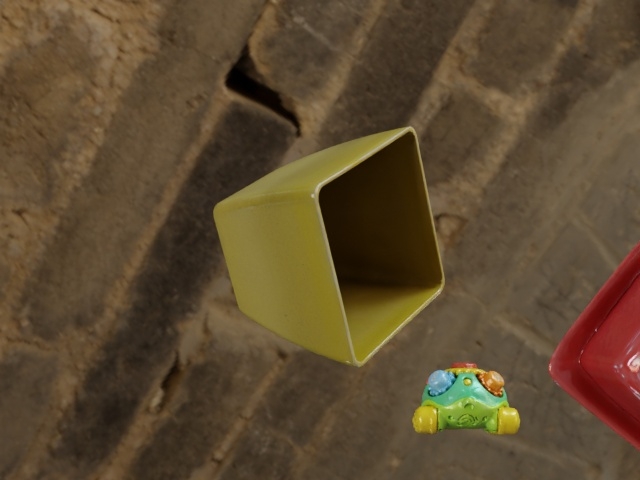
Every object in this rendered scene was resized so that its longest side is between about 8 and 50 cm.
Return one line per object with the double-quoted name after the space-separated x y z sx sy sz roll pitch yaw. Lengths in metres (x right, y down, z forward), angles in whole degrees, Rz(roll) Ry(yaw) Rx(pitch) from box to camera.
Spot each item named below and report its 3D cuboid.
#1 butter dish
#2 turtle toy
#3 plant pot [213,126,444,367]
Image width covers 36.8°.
0.284 0.088 0.718 0.160 0.160 0.118 -51 2 -3 "butter dish"
0.135 0.150 0.911 0.095 0.066 0.130 0 -11 3 "turtle toy"
0.000 0.000 1.132 0.212 0.187 0.212 -36 -60 -47 "plant pot"
